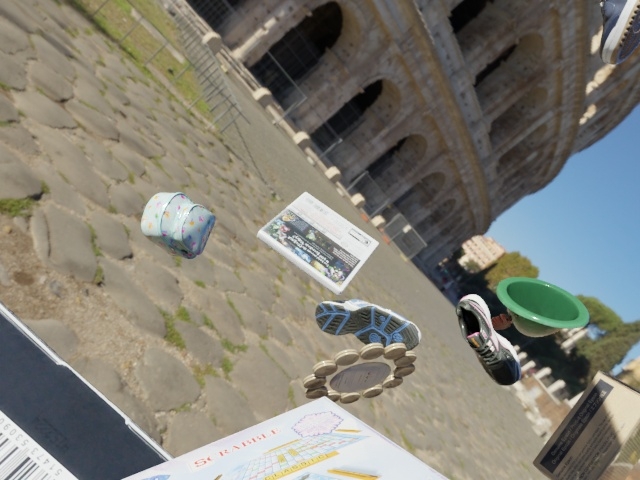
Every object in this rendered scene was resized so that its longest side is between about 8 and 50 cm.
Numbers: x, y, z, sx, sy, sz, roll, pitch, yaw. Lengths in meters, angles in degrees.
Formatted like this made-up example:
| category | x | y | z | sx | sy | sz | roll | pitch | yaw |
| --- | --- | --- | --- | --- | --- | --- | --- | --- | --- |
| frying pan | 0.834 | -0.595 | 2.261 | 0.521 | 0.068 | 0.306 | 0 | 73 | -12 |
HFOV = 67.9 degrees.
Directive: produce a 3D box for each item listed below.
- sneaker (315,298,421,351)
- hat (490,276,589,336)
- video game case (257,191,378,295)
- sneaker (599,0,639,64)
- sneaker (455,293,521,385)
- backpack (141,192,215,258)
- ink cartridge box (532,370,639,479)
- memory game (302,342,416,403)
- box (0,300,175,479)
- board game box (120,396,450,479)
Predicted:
| category | x | y | z | sx | sy | sz | roll | pitch | yaw |
| --- | --- | --- | --- | --- | --- | --- | --- | --- | --- |
| sneaker | 0.092 | 0.143 | 0.866 | 0.211 | 0.080 | 0.081 | 13 | 16 | 39 |
| hat | 0.426 | 0.191 | 0.982 | 0.173 | 0.183 | 0.208 | 13 | 25 | 10 |
| video game case | 0.000 | 0.000 | 0.927 | 0.190 | 0.022 | 0.173 | 36 | 43 | 8 |
| sneaker | 0.503 | -0.457 | 0.815 | 0.099 | 0.282 | 0.153 | -8 | 29 | -44 |
| sneaker | 0.299 | 0.190 | 0.884 | 0.077 | 0.072 | 0.178 | -1 | 57 | -54 |
| backpack | -0.405 | -0.048 | 1.356 | 0.145 | 0.165 | 0.188 | 6 | -24 | 35 |
| ink cartridge box | 0.481 | 0.348 | 0.815 | 0.088 | 0.193 | 0.235 | 34 | -3 | 46 |
| memory game | 0.062 | 0.210 | 0.739 | 0.186 | 0.186 | 0.012 | 41 | 25 | -45 |
| box | -0.469 | 0.384 | 0.689 | 0.480 | 0.472 | 0.297 | 43 | 47 | -2 |
| board game box | -0.056 | 0.276 | 0.443 | 0.318 | 0.319 | 0.065 | 1 | -77 | 64 |
